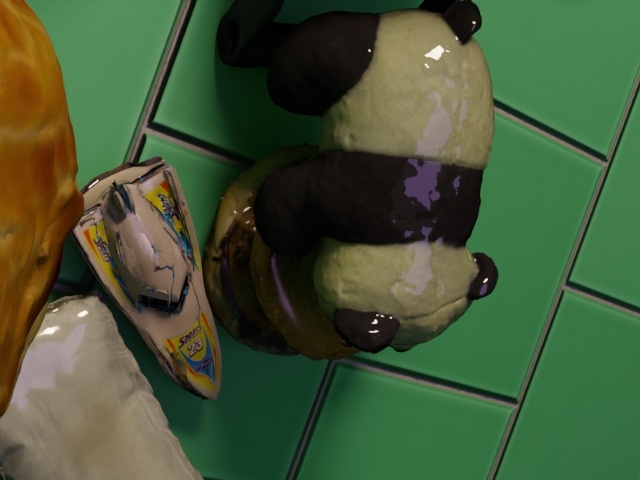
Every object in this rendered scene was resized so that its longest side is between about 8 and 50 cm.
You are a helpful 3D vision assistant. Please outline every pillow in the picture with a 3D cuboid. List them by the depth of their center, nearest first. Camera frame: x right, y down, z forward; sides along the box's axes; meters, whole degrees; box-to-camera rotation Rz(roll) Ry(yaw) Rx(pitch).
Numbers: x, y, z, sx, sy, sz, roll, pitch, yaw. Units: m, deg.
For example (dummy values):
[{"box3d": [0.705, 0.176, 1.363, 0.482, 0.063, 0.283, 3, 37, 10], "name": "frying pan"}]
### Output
[{"box3d": [-0.165, 0.148, 0.876, 0.128, 0.051, 0.229, -34, 121, -17], "name": "pillow"}]

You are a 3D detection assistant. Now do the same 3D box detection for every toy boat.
[{"box3d": [-0.112, 0.035, 0.873, 0.084, 0.066, 0.210, -37, 124, -22], "name": "toy boat"}]

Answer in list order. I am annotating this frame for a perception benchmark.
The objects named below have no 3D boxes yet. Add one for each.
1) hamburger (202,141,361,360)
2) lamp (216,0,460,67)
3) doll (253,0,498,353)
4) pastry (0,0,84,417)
[{"box3d": [0.000, 0.000, 0.929, 0.177, 0.113, 0.185, 10, 89, -34], "name": "hamburger"}, {"box3d": [0.066, -0.304, 0.809, 0.205, 0.374, 0.272, 1, 71, -32], "name": "lamp"}, {"box3d": [0.045, -0.042, 0.810, 0.143, 0.135, 0.234, 4, 95, -33], "name": "doll"}, {"box3d": [-0.289, -0.016, 0.557, 0.388, 0.313, 0.388, -17, 117, -35], "name": "pastry"}]
